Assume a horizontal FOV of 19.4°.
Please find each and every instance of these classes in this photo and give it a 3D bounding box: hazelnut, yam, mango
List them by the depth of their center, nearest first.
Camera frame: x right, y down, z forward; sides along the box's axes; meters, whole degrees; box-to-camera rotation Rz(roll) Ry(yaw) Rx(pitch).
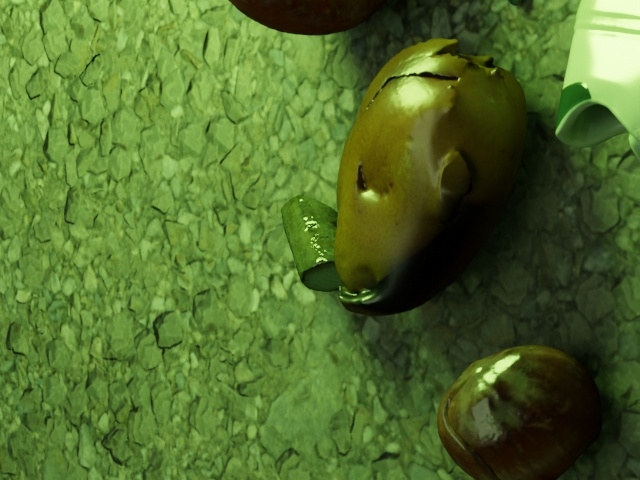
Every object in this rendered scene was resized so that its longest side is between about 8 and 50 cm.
[{"bbox_3d":[0.189,0.164,1.791,0.154,0.143,0.143,-35,67,21],"label":"hazelnut"},{"bbox_3d":[0.100,-0.064,1.859,0.201,0.153,0.287,47,123,29],"label":"mango"},{"bbox_3d":[0.000,0.000,2.005,0.070,0.070,0.146,-60,27,29],"label":"yam"}]

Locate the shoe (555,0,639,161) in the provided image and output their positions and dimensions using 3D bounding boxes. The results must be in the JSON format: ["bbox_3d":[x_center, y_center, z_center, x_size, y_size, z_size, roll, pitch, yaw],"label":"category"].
[{"bbox_3d":[0.347,-0.115,1.609,0.363,0.132,0.160,19,90,46],"label":"shoe"}]

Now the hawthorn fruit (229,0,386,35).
[{"bbox_3d":[-0.009,-0.321,1.926,0.231,0.263,0.235,-27,80,5],"label":"hawthorn fruit"}]

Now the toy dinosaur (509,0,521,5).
[{"bbox_3d":[0.250,-0.327,1.763,0.188,0.075,0.247,35,117,56],"label":"toy dinosaur"}]
